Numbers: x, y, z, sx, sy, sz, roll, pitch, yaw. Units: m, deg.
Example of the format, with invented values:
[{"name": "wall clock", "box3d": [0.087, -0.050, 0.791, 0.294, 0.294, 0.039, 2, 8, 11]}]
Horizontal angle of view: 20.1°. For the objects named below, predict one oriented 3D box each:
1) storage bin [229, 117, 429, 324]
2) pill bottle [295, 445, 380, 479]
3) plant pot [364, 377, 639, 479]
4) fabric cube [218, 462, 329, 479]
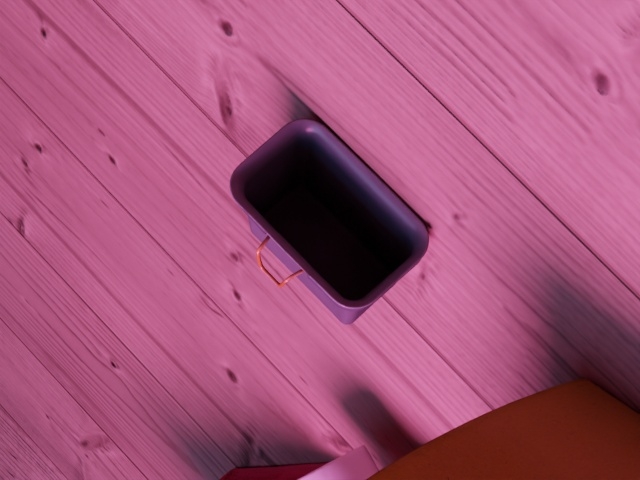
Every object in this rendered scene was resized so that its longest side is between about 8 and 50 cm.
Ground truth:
[{"name": "storage bin", "box3d": [0.000, 0.000, 1.275, 0.135, 0.098, 0.091, 44, 164, 14]}, {"name": "pill bottle", "box3d": [0.049, 0.281, 1.441, 0.221, 0.124, 0.124, 62, 155, 8]}, {"name": "plant pot", "box3d": [0.163, 0.221, 1.181, 0.212, 0.187, 0.212, 35, 149, 30]}, {"name": "fabric cube", "box3d": [-0.048, 0.381, 1.658, 0.258, 0.254, 0.259, 57, 154, -8]}]
